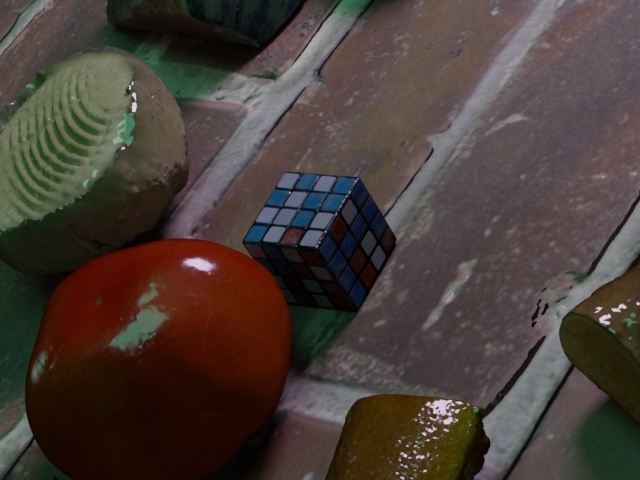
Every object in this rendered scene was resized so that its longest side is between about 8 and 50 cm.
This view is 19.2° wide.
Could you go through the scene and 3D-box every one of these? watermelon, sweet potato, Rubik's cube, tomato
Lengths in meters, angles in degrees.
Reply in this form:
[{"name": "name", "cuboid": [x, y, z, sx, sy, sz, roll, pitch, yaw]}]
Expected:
[{"name": "watermelon", "cuboid": [-0.110, -0.332, 2.197, 0.250, 0.292, 0.283, 5, 68, -14]}, {"name": "sweet potato", "cuboid": [0.352, 0.015, 1.499, 0.336, 0.131, 0.131, -36, 38, -2]}, {"name": "Rubik's cube", "cuboid": [0.000, 0.000, 1.774, 0.092, 0.092, 0.092, 6, 53, 38]}, {"name": "tomato", "cuboid": [-0.151, 0.107, 1.696, 0.259, 0.180, 0.260, -25, 40, 23]}]

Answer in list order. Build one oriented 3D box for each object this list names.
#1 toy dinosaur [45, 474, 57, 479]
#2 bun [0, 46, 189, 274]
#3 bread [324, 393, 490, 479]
[{"name": "toy dinosaur", "cuboid": [-0.296, 0.282, 1.711, 0.080, 0.045, 0.197, 5, 42, 27]}, {"name": "bun", "cuboid": [-0.242, -0.069, 1.965, 0.259, 0.152, 0.259, -25, 44, 27]}, {"name": "bread", "cuboid": [0.056, 0.212, 1.500, 0.132, 0.103, 0.172, 2, 49, 28]}]
